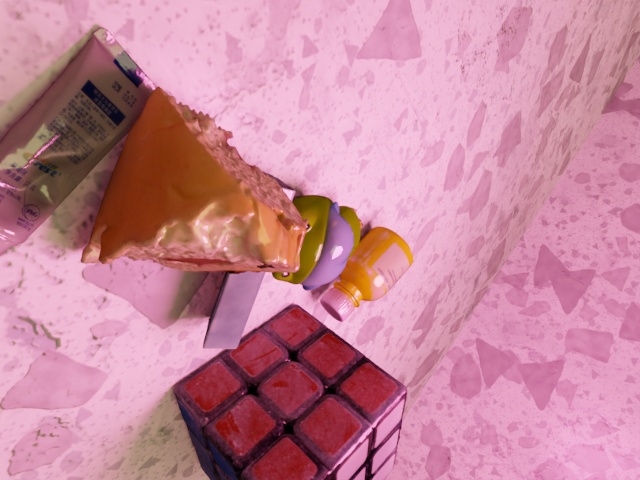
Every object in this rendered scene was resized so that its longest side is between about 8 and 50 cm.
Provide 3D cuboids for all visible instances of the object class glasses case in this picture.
[{"bbox_3d":[-0.111,0.033,0.677,0.056,0.105,0.266,19,104,-12],"label":"glasses case"}]

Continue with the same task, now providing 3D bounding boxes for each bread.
[{"bbox_3d":[-0.134,-0.003,0.496,0.224,0.211,0.183,-51,143,14],"label":"bread"}]

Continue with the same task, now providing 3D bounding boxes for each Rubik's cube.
[{"bbox_3d":[-0.051,0.366,0.840,0.303,0.305,0.301,-31,138,-32],"label":"Rubik's cube"}]

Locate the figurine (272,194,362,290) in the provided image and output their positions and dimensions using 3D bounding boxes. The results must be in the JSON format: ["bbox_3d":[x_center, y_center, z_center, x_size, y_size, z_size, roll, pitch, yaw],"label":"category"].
[{"bbox_3d":[0.000,0.000,0.775,0.162,0.143,0.263,-62,163,17],"label":"figurine"}]

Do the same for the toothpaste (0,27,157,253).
[{"bbox_3d":[-0.270,-0.083,0.442,0.266,0.061,0.096,-57,145,-15],"label":"toothpaste"}]

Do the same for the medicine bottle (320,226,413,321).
[{"bbox_3d":[0.094,0.079,0.955,0.212,0.121,0.122,-44,143,-19],"label":"medicine bottle"}]
